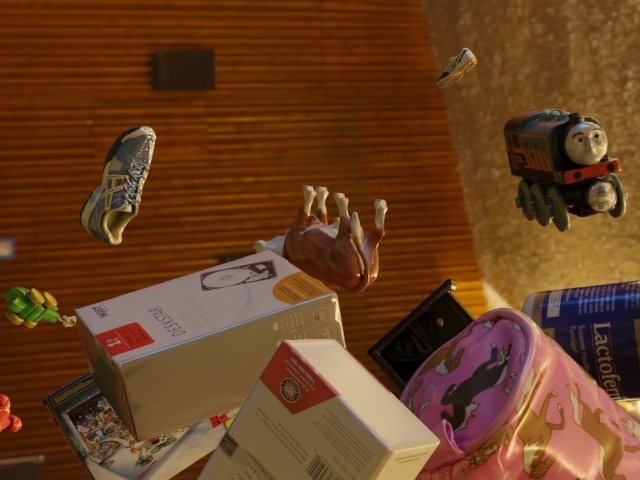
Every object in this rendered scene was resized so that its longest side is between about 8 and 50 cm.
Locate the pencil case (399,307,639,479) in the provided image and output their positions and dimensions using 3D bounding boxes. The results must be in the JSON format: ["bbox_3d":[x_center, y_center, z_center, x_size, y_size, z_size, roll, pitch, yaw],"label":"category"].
[{"bbox_3d":[0.228,0.223,0.917,0.160,0.386,0.167,-45,-161,6],"label":"pencil case"}]

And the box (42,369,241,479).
[{"bbox_3d":[-0.191,0.198,1.346,0.159,0.233,0.044,58,-23,4],"label":"box"}]

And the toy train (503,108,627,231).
[{"bbox_3d":[0.407,-0.127,1.893,0.334,0.142,0.190,-132,-152,-81],"label":"toy train"}]

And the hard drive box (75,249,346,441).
[{"bbox_3d":[-0.115,0.103,1.163,0.181,0.232,0.089,28,-48,60],"label":"hard drive box"}]

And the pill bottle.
[{"bbox_3d":[0.398,0.126,1.413,0.153,0.265,0.153,-9,90,-66],"label":"pill bottle"}]

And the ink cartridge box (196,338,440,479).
[{"bbox_3d":[-0.009,0.141,0.667,0.099,0.056,0.135,43,-68,30],"label":"ink cartridge box"}]

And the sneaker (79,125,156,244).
[{"bbox_3d":[-0.315,-0.088,1.818,0.081,0.080,0.211,42,-66,37],"label":"sneaker"}]

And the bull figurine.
[{"bbox_3d":[0.000,0.000,2.021,0.310,0.101,0.188,15,-83,49],"label":"bull figurine"}]

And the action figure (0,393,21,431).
[{"bbox_3d":[-0.584,0.234,1.705,0.139,0.280,0.091,23,-97,45],"label":"action figure"}]

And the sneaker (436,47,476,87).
[{"bbox_3d":[0.228,-0.296,1.910,0.083,0.032,0.037,-38,-113,25],"label":"sneaker"}]

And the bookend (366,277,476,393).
[{"bbox_3d":[0.177,0.163,1.564,0.157,0.156,0.072,49,6,11],"label":"bookend"}]

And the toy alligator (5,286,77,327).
[{"bbox_3d":[-0.445,0.102,1.750,0.051,0.056,0.190,49,5,19],"label":"toy alligator"}]
